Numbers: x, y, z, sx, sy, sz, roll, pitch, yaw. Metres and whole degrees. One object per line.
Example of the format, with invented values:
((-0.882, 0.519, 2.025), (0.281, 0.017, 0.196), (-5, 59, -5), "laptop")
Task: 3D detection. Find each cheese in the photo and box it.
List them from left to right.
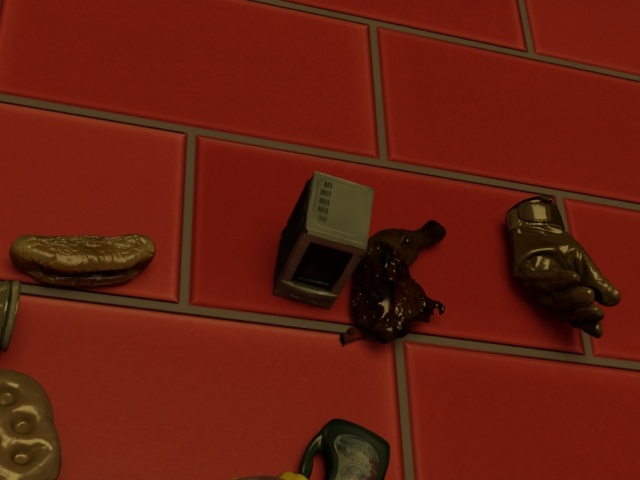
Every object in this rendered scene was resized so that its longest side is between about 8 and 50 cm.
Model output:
((-0.486, 0.303, 1.555), (0.218, 0.117, 0.235), (38, 51, 5), "cheese")

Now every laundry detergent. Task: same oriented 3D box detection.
((0.023, 0.397, 1.723), (0.137, 0.063, 0.211), (28, 54, 4), "laundry detergent")

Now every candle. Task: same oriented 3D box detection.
((0.107, 0.154, 1.942), (0.167, 0.021, 0.026), (-17, 65, -29), "candle")

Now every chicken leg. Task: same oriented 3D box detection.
((0.152, 0.063, 1.979), (0.177, 0.083, 0.322), (17, 47, -11), "chicken leg")

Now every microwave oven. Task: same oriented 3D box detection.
((0.000, 0.000, 1.887), (0.122, 0.208, 0.162), (15, 53, -10), "microwave oven")

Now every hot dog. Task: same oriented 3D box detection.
((-0.398, 0.035, 1.791), (0.242, 0.084, 0.073), (0, 56, -22), "hot dog")

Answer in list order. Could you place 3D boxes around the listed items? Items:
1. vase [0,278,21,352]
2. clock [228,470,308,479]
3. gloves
((-0.630, 0.088, 1.621), (0.321, 0.173, 0.173), (10, 55, -19), "vase")
((-0.140, 0.507, 1.402), (0.376, 0.368, 0.251), (-32, 104, -53), "clock")
((0.462, 0.063, 2.068), (0.154, 0.141, 0.331), (22, 37, -39), "gloves")
